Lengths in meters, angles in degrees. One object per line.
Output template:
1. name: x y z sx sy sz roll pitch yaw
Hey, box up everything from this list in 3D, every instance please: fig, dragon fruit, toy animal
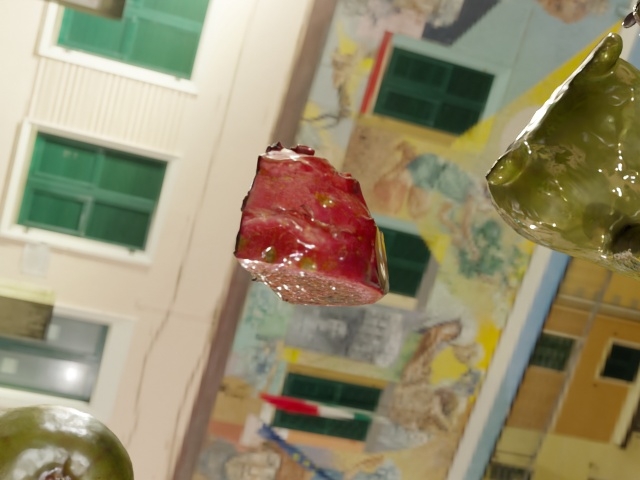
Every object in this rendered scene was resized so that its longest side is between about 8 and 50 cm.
1. fig: -0.234 0.202 0.815 0.186 0.148 0.142 -47 -174 45
2. dragon fruit: 0.000 0.000 1.155 0.163 0.189 0.262 -55 165 -8
3. toy animal: 0.313 -0.010 0.875 0.181 0.363 0.180 -52 163 -19

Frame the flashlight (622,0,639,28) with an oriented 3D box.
1. flashlight: 0.311 -0.224 0.919 0.110 0.031 0.052 -46 -149 13
